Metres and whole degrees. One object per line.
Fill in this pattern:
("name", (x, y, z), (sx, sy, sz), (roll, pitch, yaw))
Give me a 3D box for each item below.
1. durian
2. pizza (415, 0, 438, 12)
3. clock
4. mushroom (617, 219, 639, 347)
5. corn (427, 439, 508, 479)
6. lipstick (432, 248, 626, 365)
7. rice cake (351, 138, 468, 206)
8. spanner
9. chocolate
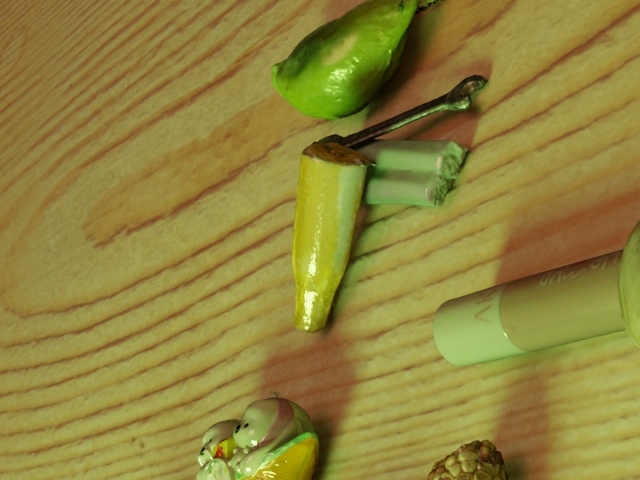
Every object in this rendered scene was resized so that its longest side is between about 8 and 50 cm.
("durian", (0.027, -0.225, 1.651), (0.250, 0.101, 0.139), (-22, 53, 54))
("pizza", (0.111, -0.334, 1.650), (0.099, 0.035, 0.160), (-50, 37, 28))
("clock", (-0.075, 0.256, 1.528), (0.231, 0.103, 0.144), (-32, 56, 46))
("mushroom", (0.315, 0.051, 0.984), (0.253, 0.189, 0.195), (6, 76, 65))
("corn", (0.121, 0.321, 1.203), (0.098, 0.098, 0.290), (-20, 56, 50))
("lipstick", (0.212, 0.063, 1.238), (0.254, 0.070, 0.070), (-21, 55, 50))
("rice cake", (0.081, -0.077, 1.543), (0.221, 0.042, 0.080), (6, 72, 57))
("spanner", (0.083, -0.134, 1.546), (0.254, 0.015, 0.054), (-20, 32, 37))
("chocolate", (0.000, 0.000, 1.554), (0.085, 0.085, 0.219), (41, 125, 56))
